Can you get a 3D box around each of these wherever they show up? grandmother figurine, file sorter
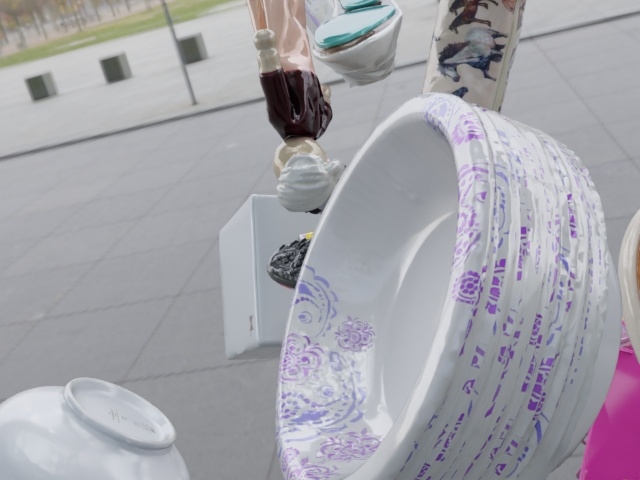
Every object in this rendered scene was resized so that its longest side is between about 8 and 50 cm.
[{"bbox_3d":[-0.037,-0.203,1.013,0.104,0.342,0.208,-15,-14,31],"label":"grandmother figurine"},{"bbox_3d":[0.591,0.382,1.450,0.202,0.182,0.291,15,64,15],"label":"file sorter"}]

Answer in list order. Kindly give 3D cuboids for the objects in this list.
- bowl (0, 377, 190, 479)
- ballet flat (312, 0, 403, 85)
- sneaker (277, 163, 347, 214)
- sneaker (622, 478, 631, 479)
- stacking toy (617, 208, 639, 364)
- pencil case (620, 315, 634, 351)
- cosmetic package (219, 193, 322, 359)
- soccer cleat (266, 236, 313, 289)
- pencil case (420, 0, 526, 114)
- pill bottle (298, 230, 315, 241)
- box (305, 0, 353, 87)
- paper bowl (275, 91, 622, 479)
[{"bbox_3d":[-0.264,0.254,0.916,0.134,0.298,0.298,-60,25,3],"label":"bowl"},{"bbox_3d":[0.074,-0.325,1.258,0.139,0.139,0.400,-11,30,12],"label":"ballet flat"},{"bbox_3d":[0.005,-0.096,1.332,0.078,0.234,0.106,-34,52,28],"label":"sneaker"},{"bbox_3d":[0.266,0.297,0.675,0.090,0.145,0.270,-21,-7,12],"label":"sneaker"},{"bbox_3d":[0.652,0.039,0.954,0.350,0.351,0.480,-31,1,-36],"label":"stacking toy"},{"bbox_3d":[0.673,0.179,1.587,0.124,0.124,0.284,-27,-8,-30],"label":"pencil case"},{"bbox_3d":[-0.003,0.095,1.799,0.393,0.327,0.329,1,-13,-20],"label":"cosmetic package"},{"bbox_3d":[0.073,0.067,1.226,0.318,0.116,0.109,2,48,13],"label":"soccer cleat"},{"bbox_3d":[0.295,-0.351,1.459,0.183,0.410,0.160,21,19,33],"label":"pencil case"},{"bbox_3d":[0.000,0.000,1.570,0.083,0.043,0.043,-14,20,-9],"label":"pill bottle"},{"bbox_3d":[0.013,-0.507,1.845,0.063,0.324,0.067,-30,-18,-8],"label":"box"},{"bbox_3d":[0.086,0.055,0.532,0.148,0.284,0.284,17,13,-16],"label":"paper bowl"}]
